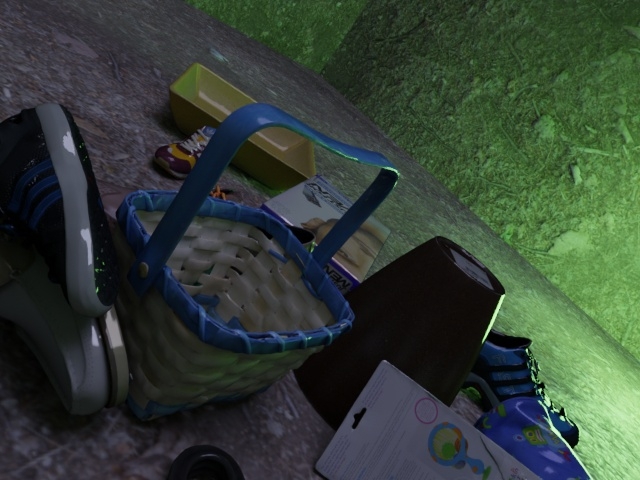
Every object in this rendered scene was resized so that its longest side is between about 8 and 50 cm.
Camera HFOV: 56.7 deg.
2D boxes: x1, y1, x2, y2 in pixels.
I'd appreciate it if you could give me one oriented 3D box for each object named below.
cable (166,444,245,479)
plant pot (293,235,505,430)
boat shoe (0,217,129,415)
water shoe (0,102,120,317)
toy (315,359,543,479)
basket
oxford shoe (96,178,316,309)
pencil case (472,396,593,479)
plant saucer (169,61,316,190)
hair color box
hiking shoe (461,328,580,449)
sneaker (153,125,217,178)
[{"bbox_3d":[-0.071,0.264,0.391,0.139,0.072,0.287,1,25,-33],"label":"cable"},{"bbox_3d":[0.116,0.115,0.748,0.215,0.230,0.215,33,20,-14],"label":"plant pot"},{"bbox_3d":[-0.263,0.026,0.501,0.103,0.113,0.302,-14,54,-41],"label":"boat shoe"},{"bbox_3d":[-0.211,-0.018,0.455,0.073,0.080,0.203,86,-18,-55],"label":"water shoe"},{"bbox_3d":[0.121,0.259,0.651,0.237,0.137,0.056,36,-21,1],"label":"toy"},{"bbox_3d":[-0.069,0.018,0.553,0.201,0.289,0.255,53,21,25],"label":"basket"},{"bbox_3d":[-0.168,-0.026,0.721,0.364,0.132,0.130,22,25,-37],"label":"oxford shoe"},{"bbox_3d":[0.283,0.331,0.718,0.133,0.119,0.306,18,25,-20],"label":"pencil case"},{"bbox_3d":[-0.169,-0.236,1.282,0.333,0.081,0.332,32,19,-16],"label":"plant saucer"},{"bbox_3d":[0.000,0.000,1.000,0.185,0.110,0.339,39,21,2],"label":"hair color box"},{"bbox_3d":[0.328,0.234,0.997,0.304,0.132,0.113,38,19,0],"label":"hiking shoe"},{"bbox_3d":[-0.215,-0.160,1.018,0.069,0.084,0.185,39,19,4],"label":"sneaker"}]
